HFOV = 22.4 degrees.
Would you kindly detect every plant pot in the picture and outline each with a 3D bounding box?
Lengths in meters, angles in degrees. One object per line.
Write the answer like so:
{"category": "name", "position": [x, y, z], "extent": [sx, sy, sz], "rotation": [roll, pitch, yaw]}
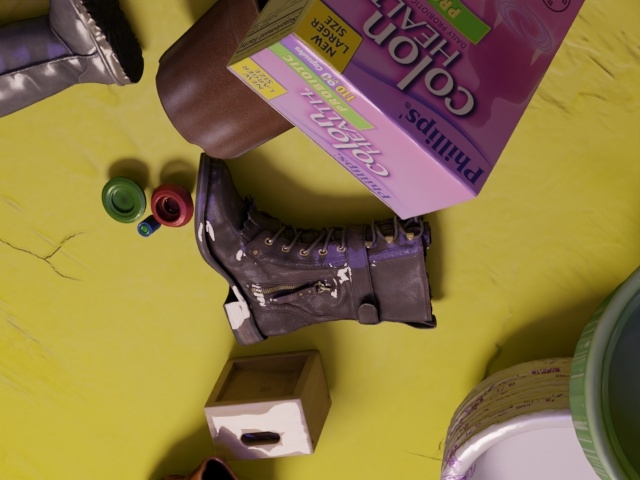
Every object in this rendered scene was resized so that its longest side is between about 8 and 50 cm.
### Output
{"category": "plant pot", "position": [-0.055, -0.165, 1.506], "extent": [0.167, 0.167, 0.165], "rotation": [41, 130, -20]}

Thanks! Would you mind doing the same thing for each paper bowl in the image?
{"category": "paper bowl", "position": [0.274, 0.244, 1.760], "extent": [0.284, 0.148, 0.284], "rotation": [5, 128, 6]}

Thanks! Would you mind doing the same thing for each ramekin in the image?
{"category": "ramekin", "position": [0.385, 0.146, 1.555], "extent": [0.303, 0.148, 0.303], "rotation": [1, 84, -5]}

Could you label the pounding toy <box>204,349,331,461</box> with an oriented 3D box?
{"category": "pounding toy", "position": [-0.066, 0.192, 1.804], "extent": [0.141, 0.130, 0.100], "rotation": [-7, 113, 15]}

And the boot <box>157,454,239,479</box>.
{"category": "boot", "position": [-0.064, 0.340, 1.862], "extent": [0.264, 0.096, 0.280], "rotation": [42, 153, -8]}

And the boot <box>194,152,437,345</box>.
{"category": "boot", "position": [0.000, 0.000, 1.673], "extent": [0.229, 0.091, 0.263], "rotation": [-10, 129, 10]}

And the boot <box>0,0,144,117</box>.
{"category": "boot", "position": [-0.296, -0.203, 1.576], "extent": [0.208, 0.076, 0.190], "rotation": [-5, 124, 22]}

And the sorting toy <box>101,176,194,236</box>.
{"category": "sorting toy", "position": [-0.176, -0.039, 1.697], "extent": [0.102, 0.042, 0.061], "rotation": [11, 113, 16]}

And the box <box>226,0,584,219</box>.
{"category": "box", "position": [0.080, -0.183, 1.394], "extent": [0.213, 0.243, 0.117], "rotation": [40, 155, -19]}
